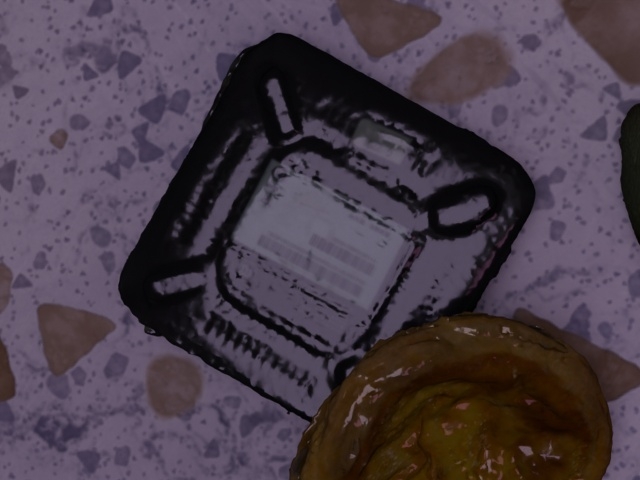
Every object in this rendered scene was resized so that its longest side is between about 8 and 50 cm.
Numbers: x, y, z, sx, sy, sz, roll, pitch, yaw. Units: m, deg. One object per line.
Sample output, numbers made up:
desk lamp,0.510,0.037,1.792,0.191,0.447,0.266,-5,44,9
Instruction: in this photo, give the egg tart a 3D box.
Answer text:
egg tart,0.118,0.206,1.559,0.341,0.129,0.341,-10,116,-20

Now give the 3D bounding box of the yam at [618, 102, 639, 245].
yam,0.428,-0.063,1.536,0.268,0.161,0.161,-2,88,9

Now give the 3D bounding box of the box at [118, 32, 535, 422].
box,0.000,0.000,1.651,0.359,0.091,0.350,29,94,9
